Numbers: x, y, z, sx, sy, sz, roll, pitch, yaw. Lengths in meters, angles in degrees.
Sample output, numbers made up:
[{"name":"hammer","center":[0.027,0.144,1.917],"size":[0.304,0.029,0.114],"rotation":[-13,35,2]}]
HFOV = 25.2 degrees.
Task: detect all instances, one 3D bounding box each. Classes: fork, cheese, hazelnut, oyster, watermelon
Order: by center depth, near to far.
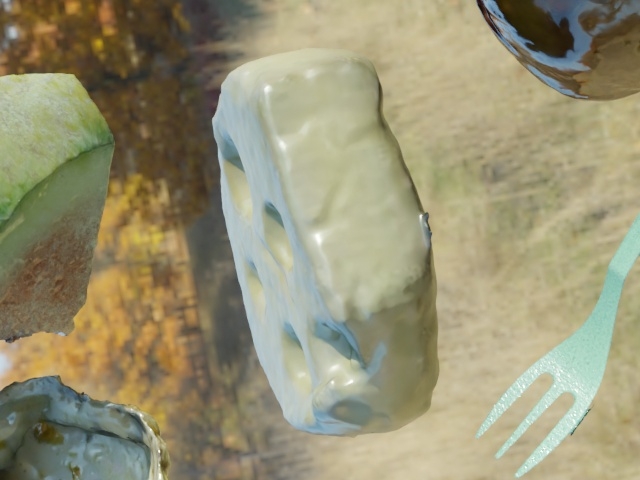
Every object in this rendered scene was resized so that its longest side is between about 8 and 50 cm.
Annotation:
[{"name":"fork","center":[0.137,0.000,0.602],"size":[0.039,0.021,0.235],"rotation":[43,113,37]},{"name":"hazelnut","center":[0.209,-0.230,1.071],"size":[0.229,0.229,0.229],"rotation":[169,90,-85]},{"name":"cheese","center":[0.000,0.000,1.175],"size":[0.318,0.115,0.326],"rotation":[-120,20,-48]},{"name":"watermelon","center":[-0.320,-0.011,1.226],"size":[0.193,0.310,0.231],"rotation":[26,147,31]},{"name":"oyster","center":[-0.250,0.213,1.280],"size":[0.110,0.341,0.166],"rotation":[33,-136,-43]}]
